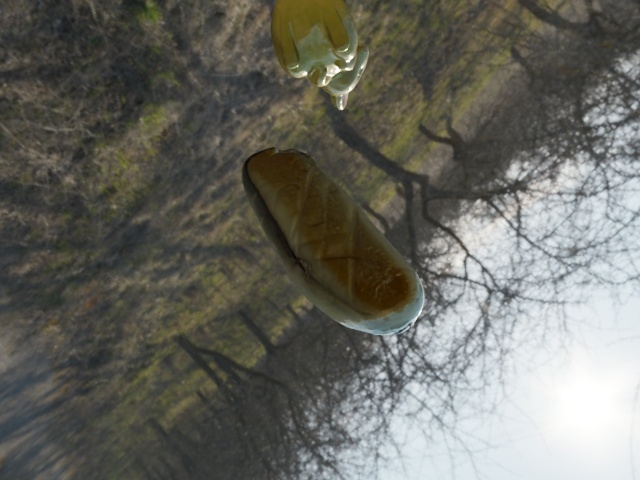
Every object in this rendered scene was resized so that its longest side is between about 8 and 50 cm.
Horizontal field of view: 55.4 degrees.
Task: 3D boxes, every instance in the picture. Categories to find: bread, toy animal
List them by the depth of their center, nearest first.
[{"bbox_3d":[0.000,-0.001,0.446,0.073,0.214,0.053,-24,135,-15],"label":"bread"},{"bbox_3d":[0.008,-0.170,0.561,0.070,0.083,0.159,-16,167,13],"label":"toy animal"}]
